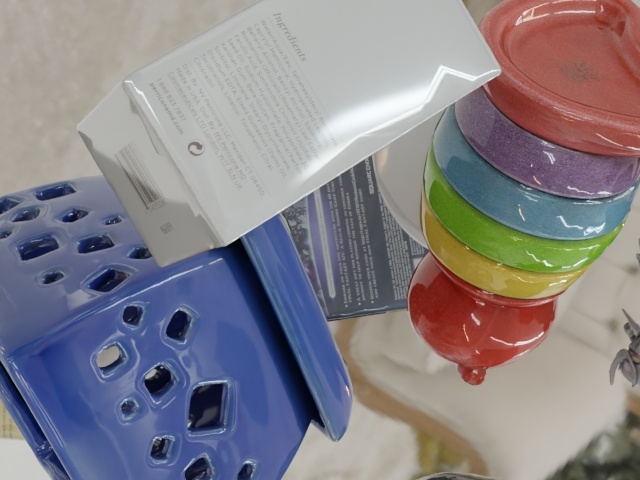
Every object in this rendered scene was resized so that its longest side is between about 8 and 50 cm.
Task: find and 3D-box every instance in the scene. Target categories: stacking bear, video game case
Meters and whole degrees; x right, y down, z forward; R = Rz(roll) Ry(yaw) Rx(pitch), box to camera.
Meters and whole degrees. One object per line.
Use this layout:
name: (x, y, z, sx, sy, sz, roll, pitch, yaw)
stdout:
stacking bear: (0.148, -0.021, 1.062, 0.164, 0.175, 0.289, -5, 135, -26)
video game case: (0.000, 0.000, 1.707, 0.026, 0.274, 0.196, 74, 7, -79)

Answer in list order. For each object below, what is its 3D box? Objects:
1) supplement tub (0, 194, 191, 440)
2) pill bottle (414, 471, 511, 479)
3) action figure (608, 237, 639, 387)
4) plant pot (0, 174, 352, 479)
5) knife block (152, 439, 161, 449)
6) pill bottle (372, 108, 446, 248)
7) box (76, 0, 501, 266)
supplement tub: (-0.272, 0.074, 1.334, 0.316, 0.228, 0.228, 6, 119, -9)
pill bottle: (0.146, 0.294, 1.238, 0.176, 0.318, 0.176, 2, 86, -32)
action figure: (0.334, 0.015, 1.155, 0.285, 0.185, 0.099, -45, 116, 2)
plant pot: (-0.121, 0.070, 1.016, 0.212, 0.236, 0.236, -33, 122, -17)
knife block: (-0.282, 0.239, 1.752, 0.276, 0.242, 0.088, 35, 80, -21)
pill bottle: (0.163, -0.080, 1.362, 0.204, 0.204, 0.361, -64, 170, 6)
box: (-0.020, -0.071, 0.723, 0.170, 0.091, 0.130, -32, -175, -19)
